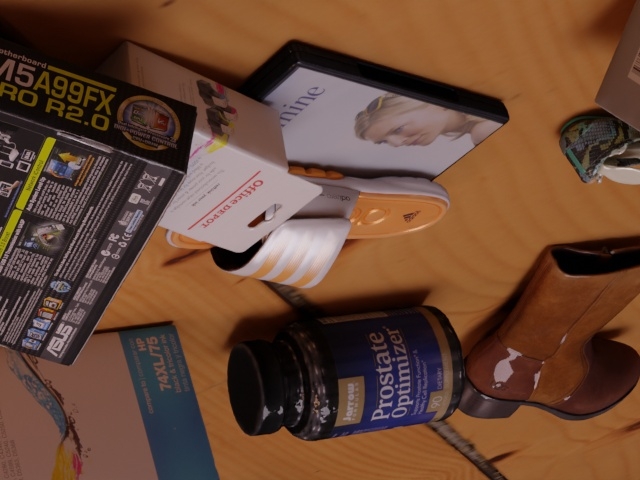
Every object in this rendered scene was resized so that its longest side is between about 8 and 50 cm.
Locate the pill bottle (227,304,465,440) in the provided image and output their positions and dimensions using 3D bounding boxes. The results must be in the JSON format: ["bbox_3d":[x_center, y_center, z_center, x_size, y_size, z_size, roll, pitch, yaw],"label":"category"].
[{"bbox_3d":[0.024,0.136,1.602,0.219,0.123,0.123,-6,152,-25],"label":"pill bottle"}]

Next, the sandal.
[{"bbox_3d":[0.005,-0.006,1.310,0.265,0.076,0.102,-3,150,-30],"label":"sandal"}]

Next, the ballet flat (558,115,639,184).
[{"bbox_3d":[0.301,-0.080,1.429,0.188,0.070,0.070,-7,152,-22],"label":"ballet flat"}]

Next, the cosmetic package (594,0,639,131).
[{"bbox_3d":[0.347,-0.134,1.266,0.238,0.107,0.127,3,116,-35],"label":"cosmetic package"}]

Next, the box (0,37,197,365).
[{"bbox_3d":[-0.230,-0.028,1.091,0.216,0.060,0.270,19,142,-15],"label":"box"}]

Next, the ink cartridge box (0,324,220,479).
[{"bbox_3d":[-0.261,0.221,1.495,0.270,0.197,0.198,-6,152,-25],"label":"ink cartridge box"}]

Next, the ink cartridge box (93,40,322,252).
[{"bbox_3d":[-0.098,-0.063,1.163,0.181,0.061,0.104,23,134,-38],"label":"ink cartridge box"}]

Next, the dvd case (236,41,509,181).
[{"bbox_3d":[0.012,-0.078,1.288,0.253,0.022,0.180,10,143,-44],"label":"dvd case"}]

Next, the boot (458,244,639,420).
[{"bbox_3d":[0.303,0.085,1.771,0.264,0.096,0.280,3,140,-24],"label":"boot"}]
